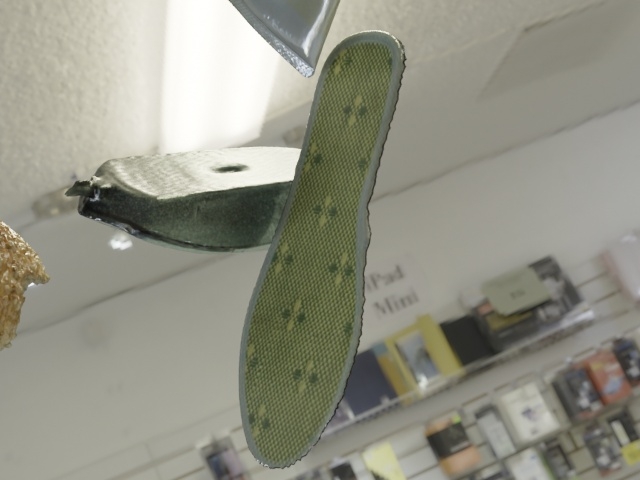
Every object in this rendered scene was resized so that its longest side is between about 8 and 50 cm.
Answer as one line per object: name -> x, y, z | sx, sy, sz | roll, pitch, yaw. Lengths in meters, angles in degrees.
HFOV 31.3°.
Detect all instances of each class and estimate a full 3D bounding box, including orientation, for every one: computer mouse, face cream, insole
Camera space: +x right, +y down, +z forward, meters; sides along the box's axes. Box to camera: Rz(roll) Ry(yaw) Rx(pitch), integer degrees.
computer mouse -> -0.083, -0.023, 0.866 | 0.229, 0.068, 0.113 | -7, 24, -29
face cream -> -0.010, -0.232, 0.797 | 0.070, 0.114, 0.224 | -18, -35, -40
insole -> 0.000, 0.000, 0.801 | 0.109, 0.322, 0.007 | 4, -14, 40

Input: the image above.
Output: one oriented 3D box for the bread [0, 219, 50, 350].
bread -> -0.374, 0.065, 1.022 | 0.314, 0.171, 0.192 | -55, -32, -37
